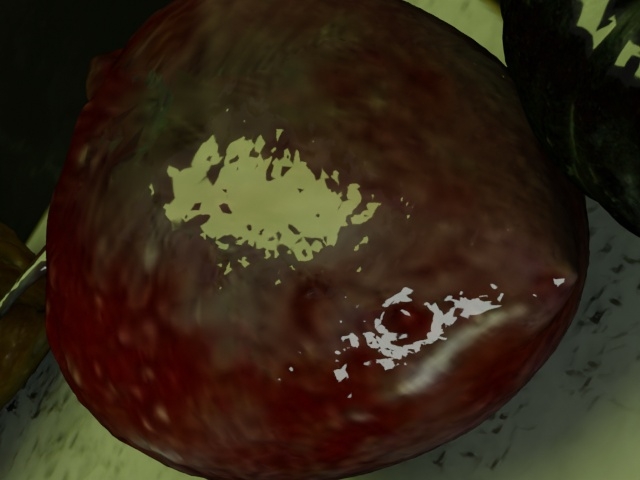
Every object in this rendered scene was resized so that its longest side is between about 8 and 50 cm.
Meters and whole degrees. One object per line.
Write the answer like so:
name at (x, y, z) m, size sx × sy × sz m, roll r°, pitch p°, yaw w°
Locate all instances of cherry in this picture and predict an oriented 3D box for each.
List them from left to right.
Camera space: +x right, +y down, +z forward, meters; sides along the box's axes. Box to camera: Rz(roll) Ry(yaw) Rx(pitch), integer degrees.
cherry at (0.000, 0.000, 0.637) m, size 0.250 × 0.175 × 0.192 m, roll 5°, pitch 59°, yaw 51°

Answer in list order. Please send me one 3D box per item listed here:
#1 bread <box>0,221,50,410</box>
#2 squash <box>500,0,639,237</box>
bread at (-0.290, 0.116, 0.938) m, size 0.149 × 0.195 × 0.344 m, roll 42°, pitch 106°, yaw 32°
squash at (0.140, -0.089, 0.532) m, size 0.193 × 0.156 × 0.193 m, roll 12°, pitch 105°, yaw 51°
